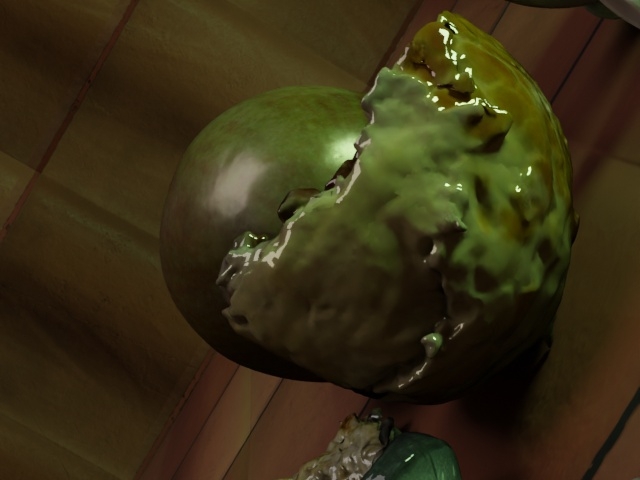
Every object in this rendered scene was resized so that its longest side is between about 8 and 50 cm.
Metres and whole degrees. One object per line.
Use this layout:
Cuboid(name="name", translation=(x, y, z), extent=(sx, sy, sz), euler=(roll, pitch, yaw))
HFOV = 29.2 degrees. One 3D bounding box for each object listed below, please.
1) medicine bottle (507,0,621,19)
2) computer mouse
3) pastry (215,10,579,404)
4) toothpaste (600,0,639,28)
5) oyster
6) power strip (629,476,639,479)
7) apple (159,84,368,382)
Cuboid(name="medicine bottle", translation=(0.189, -0.248, 0.939), extent=(0.147, 0.143, 0.147), euler=(-16, 71, 58))
Cuboid(name="computer mouse", translation=(0.033, 0.192, 0.723), extent=(0.113, 0.068, 0.229), euler=(-43, -15, -34))
Cuboid(name="pastry", translation=(0.080, 0.000, 0.759), extent=(0.237, 0.170, 0.256), euler=(-57, -20, 0))
Cuboid(name="toothpaste", translation=(0.301, -0.289, 0.829), extent=(0.323, 0.066, 0.100), euler=(-55, 3, 6))
Cuboid(name="oyster", translation=(-0.005, 0.202, 0.911), extent=(0.163, 0.081, 0.191), euler=(-52, 13, 22))
Cuboid(name="power strip", translation=(0.143, 0.109, 0.419), extent=(0.047, 0.030, 0.191), euler=(-62, 7, -13))
Cuboid(name="apple", translation=(0.000, 0.000, 1.006), extent=(0.257, 0.257, 0.234), euler=(-60, 22, 2))
